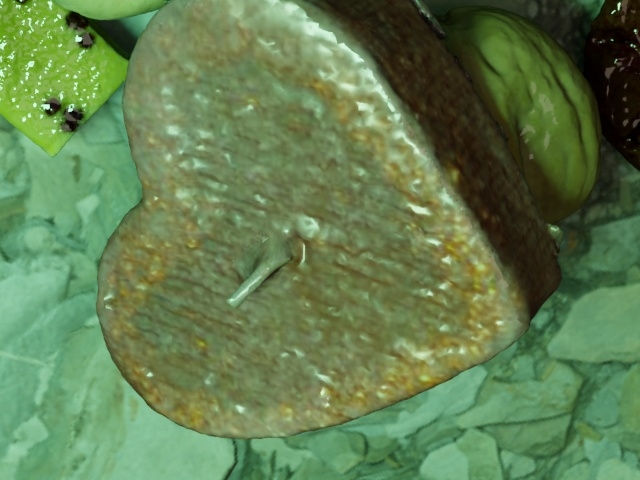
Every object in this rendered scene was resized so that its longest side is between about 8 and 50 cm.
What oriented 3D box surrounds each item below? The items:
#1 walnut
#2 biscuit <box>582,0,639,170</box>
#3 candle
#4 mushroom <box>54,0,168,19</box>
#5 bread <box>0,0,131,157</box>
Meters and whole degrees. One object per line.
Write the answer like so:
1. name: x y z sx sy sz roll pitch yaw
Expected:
1. walnut: 0.106 -0.072 1.099 0.166 0.149 0.167 0 96 -4
2. biscuit: 0.271 -0.131 1.180 0.192 0.049 0.192 -8 117 -17
3. candle: 0.000 0.000 1.029 0.287 0.131 0.317 23 121 12
4. mushroom: -0.113 -0.205 0.999 0.154 0.122 0.154 -13 125 -20
5. bread: -0.221 -0.156 1.035 0.088 0.049 0.226 -45 114 4
